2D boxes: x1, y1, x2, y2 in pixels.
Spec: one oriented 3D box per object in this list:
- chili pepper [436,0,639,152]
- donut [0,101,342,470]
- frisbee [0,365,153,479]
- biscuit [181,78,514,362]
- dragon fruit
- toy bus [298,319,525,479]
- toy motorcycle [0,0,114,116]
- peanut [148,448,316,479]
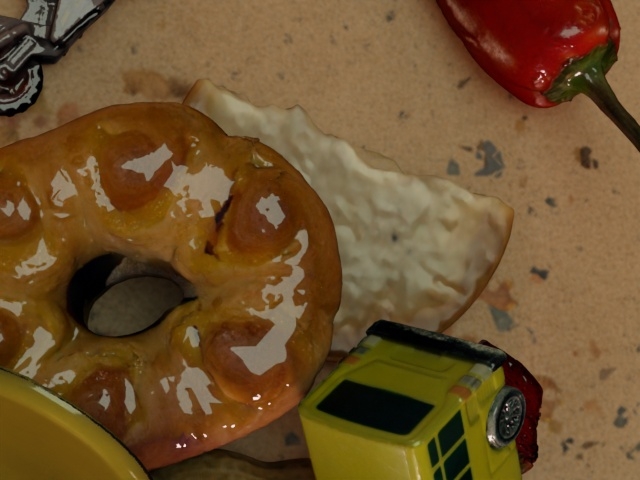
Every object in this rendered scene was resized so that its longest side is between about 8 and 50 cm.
[{"bbox_3d":[0.197,-0.189,1.530,0.134,0.131,0.338,-28,83,-42],"label":"chili pepper"},{"bbox_3d":[-0.147,0.042,1.369,0.317,0.150,0.299,22,86,-1],"label":"donut"},{"bbox_3d":[-0.228,0.165,1.312,0.236,0.236,0.017,31,55,-6],"label":"frisbee"},{"bbox_3d":[0.000,0.000,1.494,0.309,0.040,0.204,22,76,-8],"label":"biscuit"},{"bbox_3d":[0.125,0.155,1.468,0.096,0.147,0.102,-40,93,24],"label":"dragon fruit"},{"bbox_3d":[0.082,0.209,1.356,0.150,0.128,0.262,-41,131,-39],"label":"toy bus"},{"bbox_3d":[-0.236,-0.210,1.457,0.122,0.080,0.215,41,78,-4],"label":"toy motorcycle"},{"bbox_3d":[-0.059,0.216,1.419,0.193,0.089,0.089,10,78,-7],"label":"peanut"}]
